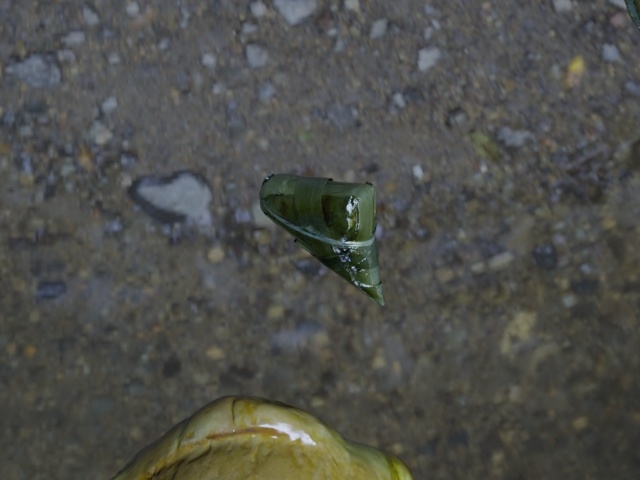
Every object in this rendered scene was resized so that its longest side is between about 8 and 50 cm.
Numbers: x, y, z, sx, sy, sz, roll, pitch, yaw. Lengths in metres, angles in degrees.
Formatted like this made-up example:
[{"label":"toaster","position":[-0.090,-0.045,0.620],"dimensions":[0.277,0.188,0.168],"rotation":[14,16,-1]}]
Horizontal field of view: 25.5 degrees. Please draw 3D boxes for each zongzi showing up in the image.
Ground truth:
[{"label":"zongzi","position":[0.000,0.000,1.221],"dimensions":[0.109,0.055,0.119],"rotation":[10,124,29]}]

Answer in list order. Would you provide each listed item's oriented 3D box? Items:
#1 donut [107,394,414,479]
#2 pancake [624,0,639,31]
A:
[{"label":"donut","position":[-0.051,0.218,0.965],"dimensions":[0.209,0.128,0.261],"rotation":[29,133,-25]},{"label":"pancake","position":[0.340,-0.192,1.210],"dimensions":[0.037,0.253,0.253],"rotation":[-42,127,-10]}]
